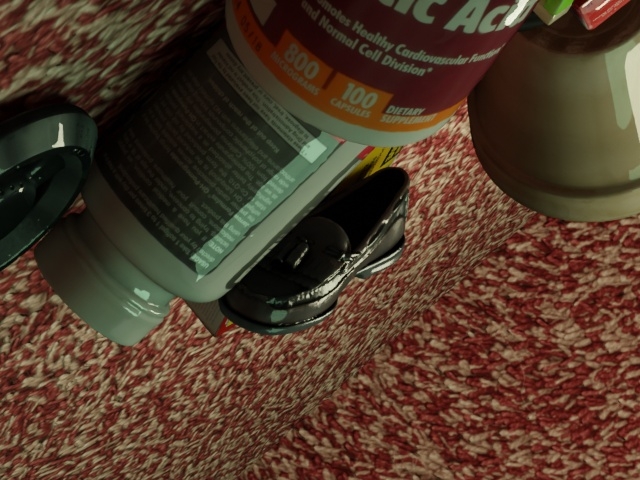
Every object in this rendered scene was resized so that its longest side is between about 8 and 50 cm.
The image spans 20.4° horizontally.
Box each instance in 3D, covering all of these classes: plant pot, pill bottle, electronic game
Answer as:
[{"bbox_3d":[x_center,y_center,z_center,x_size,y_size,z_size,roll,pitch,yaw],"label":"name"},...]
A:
[{"bbox_3d":[0.327,-0.226,2.152,0.323,0.323,0.280,-40,152,-10],"label":"plant pot"},{"bbox_3d":[0.098,-0.273,1.368,0.224,0.224,0.392,-30,163,-43],"label":"pill bottle"},{"bbox_3d":[-0.103,-0.057,1.600,0.318,0.176,0.176,-44,168,9],"label":"pill bottle"},{"bbox_3d":[-0.276,-0.028,1.462,0.229,0.048,0.229,-39,167,-11],"label":"electronic game"}]

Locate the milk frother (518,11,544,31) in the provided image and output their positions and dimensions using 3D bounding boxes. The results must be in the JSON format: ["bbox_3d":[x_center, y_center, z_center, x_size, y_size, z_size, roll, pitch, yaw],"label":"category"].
[{"bbox_3d":[0.166,-0.280,1.906,0.143,0.129,0.135,1,-167,31],"label":"milk frother"}]

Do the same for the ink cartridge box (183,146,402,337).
[{"bbox_3d":[-0.017,-0.077,1.908,0.272,0.130,0.309,-34,165,-34],"label":"ink cartridge box"}]

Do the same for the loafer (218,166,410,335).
[{"bbox_3d":[0.000,0.000,1.746,0.302,0.109,0.095,-31,145,-56],"label":"loafer"}]

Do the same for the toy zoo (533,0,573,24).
[{"bbox_3d":[0.183,-0.332,1.503,0.030,0.192,0.293,-37,166,-26],"label":"toy zoo"}]

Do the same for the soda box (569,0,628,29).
[{"bbox_3d":[0.346,-0.332,1.797,0.263,0.083,0.092,-39,162,6],"label":"soda box"}]
